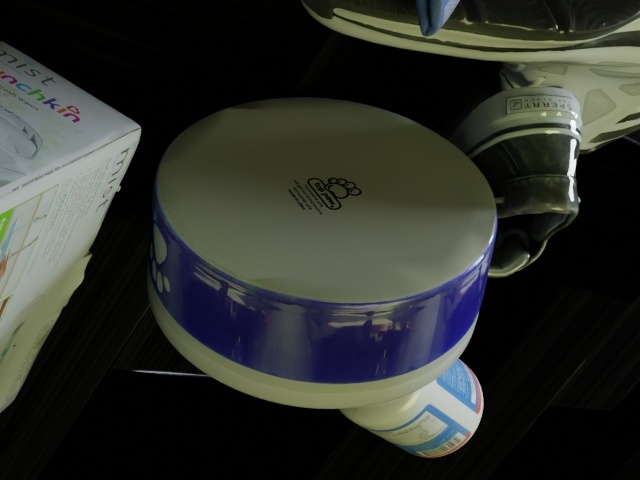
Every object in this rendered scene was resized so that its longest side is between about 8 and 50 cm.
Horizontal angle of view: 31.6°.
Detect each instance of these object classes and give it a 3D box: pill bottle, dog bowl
[{"bbox_3d":[0.084,0.153,1.230,0.124,0.124,0.221,-44,143,4],"label":"pill bottle"},{"bbox_3d":[0.000,0.000,0.879,0.265,0.265,0.104,-17,136,-28],"label":"dog bowl"}]

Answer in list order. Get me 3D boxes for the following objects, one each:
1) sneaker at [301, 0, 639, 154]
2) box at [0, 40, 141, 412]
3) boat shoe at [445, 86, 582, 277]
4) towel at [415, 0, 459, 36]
[{"bbox_3d":[0.171,-0.155,0.955,0.448,0.169,0.257,-3,149,-20],"label":"sneaker"},{"bbox_3d":[-0.253,0.029,0.714,0.262,0.127,0.231,-60,176,25],"label":"box"},{"bbox_3d":[0.145,-0.025,1.011,0.121,0.119,0.335,2,165,-3],"label":"boat shoe"},{"bbox_3d":[0.120,-0.301,0.746,0.209,0.034,0.285,81,32,-56],"label":"towel"}]
